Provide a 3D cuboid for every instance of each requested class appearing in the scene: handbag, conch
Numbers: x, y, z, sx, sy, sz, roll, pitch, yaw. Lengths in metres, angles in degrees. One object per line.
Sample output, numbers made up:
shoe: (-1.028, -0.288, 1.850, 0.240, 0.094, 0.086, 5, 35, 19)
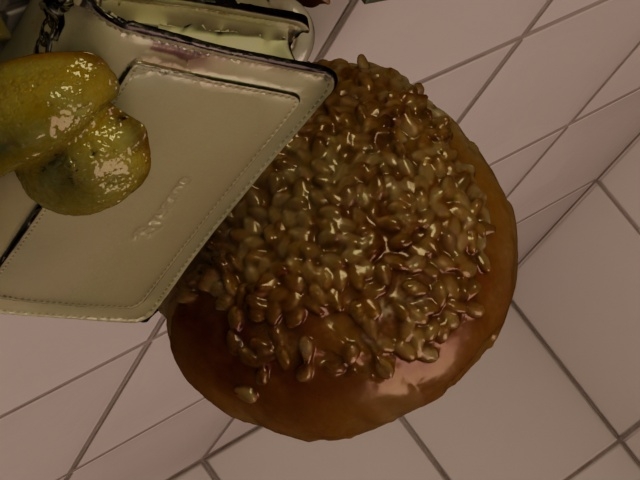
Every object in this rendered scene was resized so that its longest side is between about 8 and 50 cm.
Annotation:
handbag: (-0.188, -0.090, 1.281, 0.236, 0.160, 0.358, 2, 141, -41)
conch: (-0.035, -0.203, 1.455, 0.176, 0.094, 0.104, -6, 107, -73)

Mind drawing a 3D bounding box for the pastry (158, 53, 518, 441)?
pastry: (0.000, 0.000, 1.518, 0.409, 0.409, 0.245, -37, 157, 0)

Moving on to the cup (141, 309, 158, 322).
cup: (-0.190, 0.006, 1.704, 0.138, 0.113, 0.150, -41, 168, 9)

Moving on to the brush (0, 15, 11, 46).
brush: (-0.326, -0.136, 1.042, 0.103, 0.047, 0.233, -40, 166, 22)

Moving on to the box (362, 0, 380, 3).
box: (0.157, -0.354, 1.530, 0.211, 0.045, 0.270, -21, 159, -49)

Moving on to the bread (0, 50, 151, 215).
bread: (-0.220, -0.061, 1.144, 0.187, 0.065, 0.149, -18, 132, 18)
